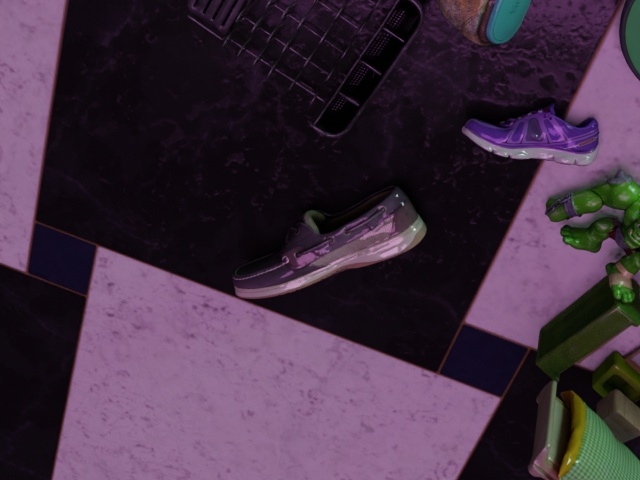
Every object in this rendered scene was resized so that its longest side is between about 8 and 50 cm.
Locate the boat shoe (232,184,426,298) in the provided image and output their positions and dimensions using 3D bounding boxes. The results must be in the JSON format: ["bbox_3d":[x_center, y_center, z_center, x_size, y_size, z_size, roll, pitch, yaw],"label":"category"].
[{"bbox_3d":[0.000,0.000,1.256,0.285,0.103,0.092,-18,109,19],"label":"boat shoe"}]

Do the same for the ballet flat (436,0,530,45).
[{"bbox_3d":[0.222,-0.381,0.976,0.123,0.123,0.348,25,120,-1],"label":"ballet flat"}]

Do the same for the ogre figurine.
[{"bbox_3d":[0.390,-0.007,1.156,0.197,0.097,0.118,57,131,22],"label":"ogre figurine"}]

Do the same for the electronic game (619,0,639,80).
[{"bbox_3d":[0.446,-0.228,0.999,0.229,0.048,0.229,17,145,12],"label":"electronic game"}]

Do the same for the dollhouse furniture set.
[{"bbox_3d":[0.390,0.215,1.160,0.197,0.301,0.151,40,123,-8],"label":"dollhouse furniture set"}]

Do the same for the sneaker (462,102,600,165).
[{"bbox_3d":[0.262,-0.138,1.139,0.170,0.068,0.071,6,106,1],"label":"sneaker"}]

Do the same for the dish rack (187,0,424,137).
[{"bbox_3d":[-0.030,-0.279,1.111,0.272,0.074,0.208,33,121,-6],"label":"dish rack"}]
